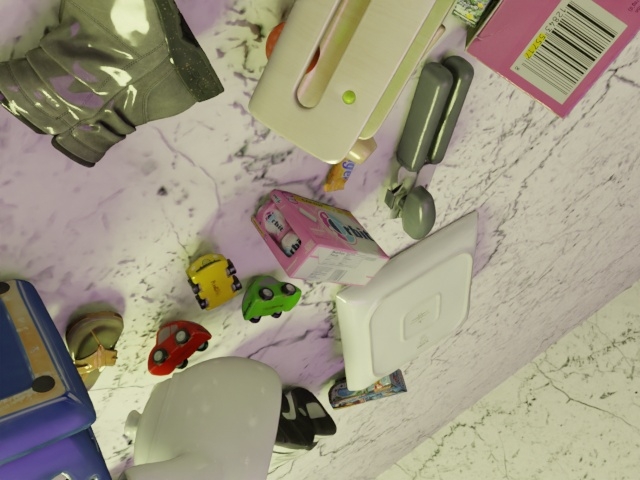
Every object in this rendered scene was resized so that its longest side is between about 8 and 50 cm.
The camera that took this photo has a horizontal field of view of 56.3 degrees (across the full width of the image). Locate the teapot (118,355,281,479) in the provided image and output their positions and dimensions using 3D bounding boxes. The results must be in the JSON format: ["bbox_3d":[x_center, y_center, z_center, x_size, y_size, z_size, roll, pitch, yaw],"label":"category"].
[{"bbox_3d":[-0.169,0.263,0.811,0.187,0.252,0.256,15,140,-8],"label":"teapot"}]

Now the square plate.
[{"bbox_3d":[0.195,0.143,1.231,0.347,0.049,0.343,-29,138,-19],"label":"square plate"}]

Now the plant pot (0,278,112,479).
[{"bbox_3d":[-0.353,0.183,0.586,0.236,0.236,0.212,-17,137,-33],"label":"plant pot"}]

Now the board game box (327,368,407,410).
[{"bbox_3d":[0.111,0.342,1.428,0.194,0.060,0.194,-14,156,-1],"label":"board game box"}]

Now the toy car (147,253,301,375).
[{"bbox_3d":[-0.128,0.090,0.868,0.225,0.053,0.239,-7,139,-43],"label":"toy car"}]

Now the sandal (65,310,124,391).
[{"bbox_3d":[-0.297,0.156,0.779,0.072,0.049,0.180,-6,138,-43],"label":"sandal"}]

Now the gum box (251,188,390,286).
[{"bbox_3d":[0.000,0.000,0.824,0.062,0.107,0.188,-50,148,19],"label":"gum box"}]

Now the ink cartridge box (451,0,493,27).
[{"bbox_3d":[0.157,-0.249,0.524,0.062,0.029,0.115,-56,175,-17],"label":"ink cartridge box"}]

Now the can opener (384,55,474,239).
[{"bbox_3d":[0.160,-0.116,0.849,0.076,0.095,0.283,-23,147,-26],"label":"can opener"}]

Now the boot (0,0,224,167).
[{"bbox_3d":[-0.185,-0.153,0.448,0.161,0.083,0.246,-30,148,-2],"label":"boot"}]

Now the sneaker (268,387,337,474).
[{"bbox_3d":[-0.146,0.417,1.184,0.257,0.169,0.447,-42,153,4],"label":"sneaker"}]

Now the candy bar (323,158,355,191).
[{"bbox_3d":[0.045,-0.128,0.786,0.040,0.018,0.161,-11,142,-38],"label":"candy bar"}]

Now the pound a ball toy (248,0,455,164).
[{"bbox_3d":[0.043,-0.217,0.582,0.319,0.136,0.208,-59,174,28],"label":"pound a ball toy"}]

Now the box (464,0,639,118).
[{"bbox_3d":[0.261,-0.264,0.614,0.213,0.117,0.243,-55,-178,26],"label":"box"}]
